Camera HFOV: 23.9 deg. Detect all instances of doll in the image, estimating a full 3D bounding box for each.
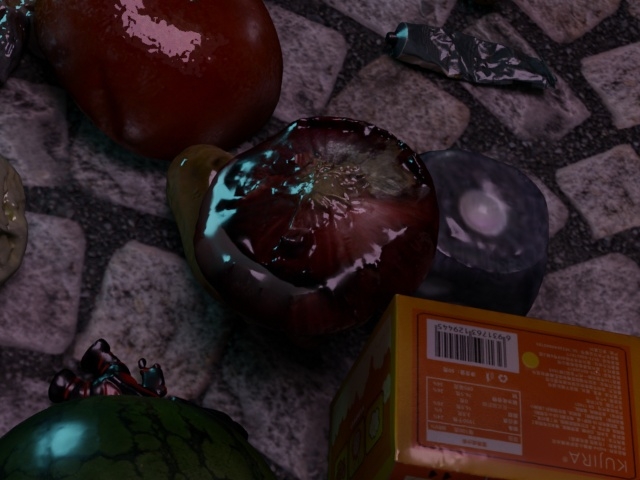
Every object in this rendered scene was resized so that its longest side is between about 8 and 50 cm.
[{"bbox_3d":[-0.172,0.204,1.637,0.248,0.088,0.127,29,73,13],"label":"doll"}]

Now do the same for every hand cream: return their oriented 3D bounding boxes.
[{"bbox_3d":[0.208,-0.258,2.092,0.247,0.052,0.075,9,56,-13],"label":"hand cream"}]

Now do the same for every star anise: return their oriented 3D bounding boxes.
[{"bbox_3d":[-0.389,-0.276,1.894,0.208,0.063,0.172,30,54,2],"label":"star anise"}]

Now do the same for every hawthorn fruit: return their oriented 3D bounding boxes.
[{"bbox_3d":[-0.022,0.083,1.788,0.066,0.067,0.103,-9,31,-24],"label":"hawthorn fruit"}]

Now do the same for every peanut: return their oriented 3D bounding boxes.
[{"bbox_3d":[-0.106,-0.011,1.783,0.120,0.110,0.236,-10,62,-34],"label":"peanut"}]

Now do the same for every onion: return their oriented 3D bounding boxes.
[{"bbox_3d":[-0.001,0.004,1.674,0.272,0.195,0.272,-5,55,7],"label":"onion"}]

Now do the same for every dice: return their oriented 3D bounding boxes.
[{"bbox_3d":[0.161,0.012,1.814,0.182,0.183,0.181,16,52,-10],"label":"dice"}]

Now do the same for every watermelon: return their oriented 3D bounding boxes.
[{"bbox_3d":[-0.182,0.317,1.401,0.363,0.363,0.363,9,55,-13],"label":"watermelon"}]

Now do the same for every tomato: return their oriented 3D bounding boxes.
[{"bbox_3d":[-0.179,-0.264,1.871,0.338,0.144,0.338,16,53,-23],"label":"tomato"}]

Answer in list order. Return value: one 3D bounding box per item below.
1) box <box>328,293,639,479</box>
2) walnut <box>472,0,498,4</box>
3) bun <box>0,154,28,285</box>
[{"bbox_3d":[0.173,0.228,1.624,0.283,0.259,0.214,11,54,-11],"label":"box"},{"bbox_3d":[0.238,-0.383,2.171,0.079,0.082,0.096,-7,46,12],"label":"walnut"},{"bbox_3d":[-0.427,-0.030,1.668,0.229,0.145,0.229,10,58,-15],"label":"bun"}]
